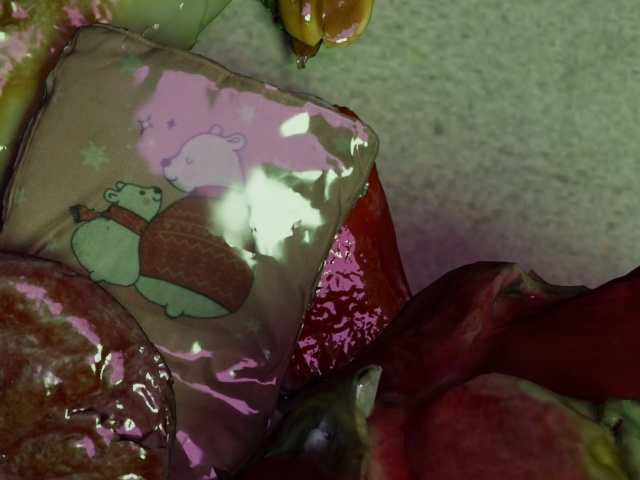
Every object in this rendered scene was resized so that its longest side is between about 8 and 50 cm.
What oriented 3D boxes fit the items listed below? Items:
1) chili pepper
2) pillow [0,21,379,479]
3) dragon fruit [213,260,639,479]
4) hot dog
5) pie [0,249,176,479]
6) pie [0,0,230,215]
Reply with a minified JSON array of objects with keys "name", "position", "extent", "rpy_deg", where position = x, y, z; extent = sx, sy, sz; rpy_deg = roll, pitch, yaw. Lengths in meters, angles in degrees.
[{"name":"chili pepper","position":[0.000,0.000,0.721],"extent":[0.070,0.073,0.123],"rpy_deg":[-12,87,-57]},{"name":"pillow","position":[-0.078,0.047,0.679],"extent":[0.135,0.049,0.248],"rpy_deg":[19,95,-3]},{"name":"dragon fruit","position":[0.088,0.169,0.600],"extent":[0.329,0.329,0.329],"rpy_deg":[2,82,-14]},{"name":"hot dog","position":[0.000,-0.140,0.756],"extent":[0.056,0.041,0.133],"rpy_deg":[13,74,-21]},{"name":"pie","position":[-0.124,0.076,0.644],"extent":[0.154,0.036,0.154],"rpy_deg":[1,98,4]},{"name":"pie","position":[-0.149,-0.077,0.690],"extent":[0.282,0.068,0.128],"rpy_deg":[-44,102,-16]}]
